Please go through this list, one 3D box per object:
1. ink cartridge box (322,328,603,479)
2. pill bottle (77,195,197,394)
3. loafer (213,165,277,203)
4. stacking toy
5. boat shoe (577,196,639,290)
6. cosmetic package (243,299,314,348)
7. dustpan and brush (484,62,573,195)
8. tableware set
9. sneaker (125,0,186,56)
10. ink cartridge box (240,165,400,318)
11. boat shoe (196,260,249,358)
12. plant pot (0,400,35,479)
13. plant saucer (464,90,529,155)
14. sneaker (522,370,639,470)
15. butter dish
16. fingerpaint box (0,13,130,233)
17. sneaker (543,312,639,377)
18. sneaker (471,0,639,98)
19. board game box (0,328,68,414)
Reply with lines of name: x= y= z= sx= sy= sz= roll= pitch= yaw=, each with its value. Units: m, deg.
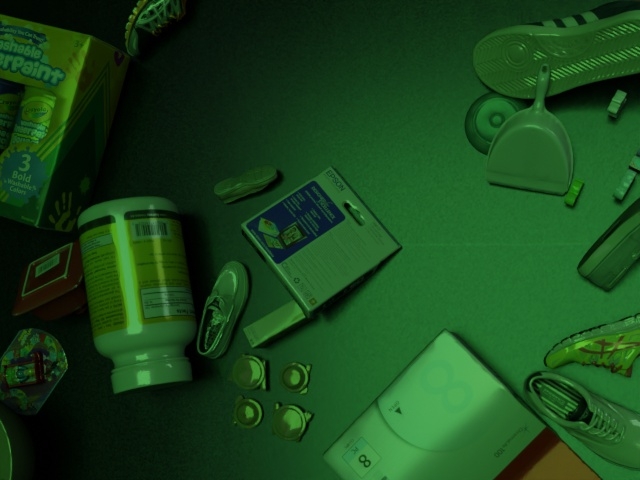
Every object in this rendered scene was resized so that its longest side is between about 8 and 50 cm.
ink cartridge box: x=0.240 y=0.387 z=1.658 sx=0.308 sy=0.091 sz=0.385 roll=-47 pitch=72 yaw=6
pill bottle: x=-0.326 y=0.102 z=1.813 sx=0.188 sy=0.188 sz=0.334 roll=-13 pitch=79 yaw=15
loafer: x=-0.135 y=-0.104 z=1.868 sx=0.125 sy=0.039 sz=0.045 roll=-18 pitch=45 yaw=11
stacking toy: x=0.525 y=-0.124 z=1.663 sx=0.167 sy=0.052 sz=0.221 roll=27 pitch=91 yaw=18
boat shoe: x=0.516 y=-0.007 z=1.616 sx=0.081 sy=0.079 sz=0.227 roll=39 pitch=120 yaw=0
cosmetic package: x=-0.074 y=0.150 z=1.799 sx=0.115 sy=0.060 sz=0.041 roll=-31 pitch=76 yaw=12
dustpan and brush: x=0.362 y=-0.191 z=1.688 sx=0.147 sy=0.060 sz=0.211 roll=11 pitch=125 yaw=15
tableware set: x=-0.091 y=0.282 z=1.807 sx=0.168 sy=0.020 sz=0.141 roll=8 pitch=87 yaw=16
sneaker: x=-0.307 y=-0.446 z=1.942 sx=0.083 sy=0.084 sz=0.215 roll=32 pitch=100 yaw=-2
ink cartridge box: x=0.000 y=0.000 z=1.789 sx=0.208 sy=0.045 sz=0.206 roll=-34 pitch=74 yaw=-16
boat shoe: x=-0.185 y=0.125 z=1.832 sx=0.066 sy=0.063 sz=0.184 roll=22 pitch=89 yaw=18
plant pot: x=-0.643 y=0.413 z=1.862 sx=0.284 sy=0.191 sz=0.284 roll=-3 pitch=81 yaw=17
plant saucer: x=0.310 y=-0.207 z=1.753 sx=0.119 sy=0.021 sz=0.119 roll=-2 pitch=82 yaw=16
sneaker: x=0.439 y=0.294 z=1.609 sx=0.258 sy=0.091 sz=0.094 roll=26 pitch=90 yaw=18
butter dish: x=-0.485 y=0.093 z=1.905 sx=0.160 sy=0.118 sz=0.160 roll=-26 pitch=36 yaw=13
fingerpaint box: x=-0.643 y=-0.251 z=1.958 sx=0.444 sy=0.163 sz=0.371 roll=17 pitch=91 yaw=18
sneaker: x=0.467 y=0.182 z=1.623 sx=0.208 sy=0.081 sz=0.094 roll=-19 pitch=80 yaw=13
sneaker: x=0.433 y=-0.328 z=1.694 sx=0.350 sy=0.148 sz=0.131 roll=1 pitch=118 yaw=37
board game box: x=-0.575 y=0.253 z=1.947 sx=0.133 sy=0.033 sz=0.169 roll=36 pitch=93 yaw=18
